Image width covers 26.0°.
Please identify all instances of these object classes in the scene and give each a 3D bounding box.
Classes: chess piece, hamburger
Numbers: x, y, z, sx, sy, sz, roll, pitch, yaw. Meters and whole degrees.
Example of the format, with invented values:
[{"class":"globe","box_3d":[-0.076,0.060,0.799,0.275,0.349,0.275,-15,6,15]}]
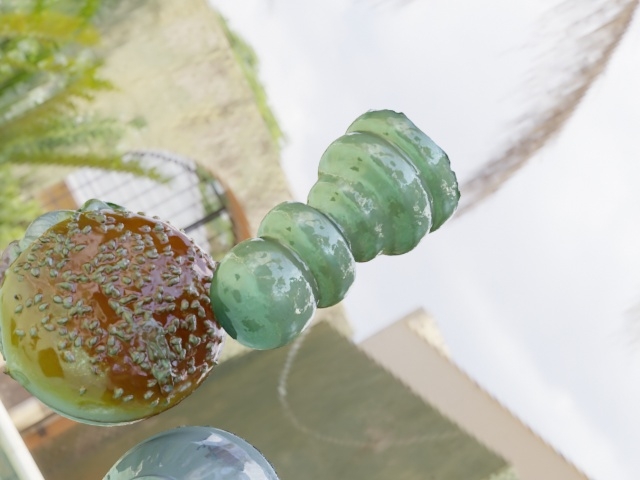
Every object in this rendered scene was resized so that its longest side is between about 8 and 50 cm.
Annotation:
[{"class":"chess piece","box_3d":[0.000,0.000,1.244,0.133,0.243,0.133,36,-29,24]},{"class":"hamburger","box_3d":[-0.200,0.072,1.310,0.237,0.237,0.147,54,-24,29]}]

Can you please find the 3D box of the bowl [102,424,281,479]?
[{"class":"bowl","box_3d":[-0.123,0.234,1.113,0.189,0.189,0.086,55,4,24]}]
